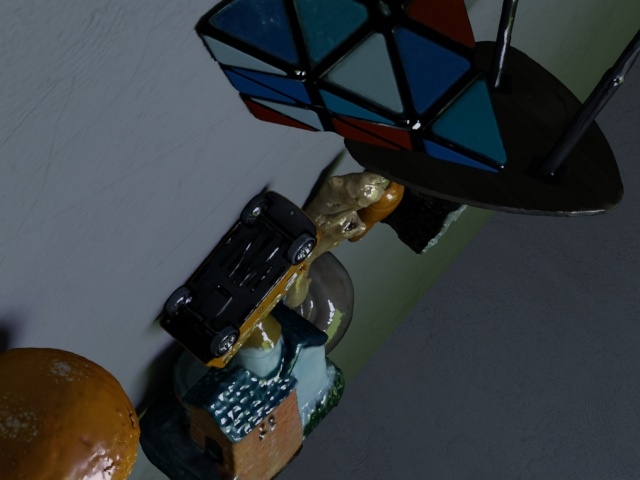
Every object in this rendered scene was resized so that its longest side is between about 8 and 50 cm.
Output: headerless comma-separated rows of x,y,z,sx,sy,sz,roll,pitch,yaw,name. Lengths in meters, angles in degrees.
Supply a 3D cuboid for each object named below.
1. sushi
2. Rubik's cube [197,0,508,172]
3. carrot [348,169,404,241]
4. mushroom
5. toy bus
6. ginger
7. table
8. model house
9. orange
0.154,-0.076,2.066,0.124,0.127,0.225,-46,177,-26,sushi
0.022,-0.127,1.252,0.284,0.250,0.234,-50,-170,-33,Rubik's cube
0.074,-0.042,2.046,0.061,0.061,0.256,-47,171,-20,carrot
-0.017,0.107,2.074,0.188,0.117,0.141,-58,180,16,mushroom
-0.080,0.043,1.581,0.194,0.083,0.088,-50,160,0,toy bus
0.000,0.000,1.835,0.089,0.075,0.288,4,142,-24,ginger
0.190,-0.207,1.559,0.317,0.317,0.249,-41,153,-41,table
-0.094,0.147,1.748,0.253,0.184,0.291,-41,155,-29,model house
-0.242,0.174,1.170,0.193,0.161,0.193,-51,177,-3,orange
